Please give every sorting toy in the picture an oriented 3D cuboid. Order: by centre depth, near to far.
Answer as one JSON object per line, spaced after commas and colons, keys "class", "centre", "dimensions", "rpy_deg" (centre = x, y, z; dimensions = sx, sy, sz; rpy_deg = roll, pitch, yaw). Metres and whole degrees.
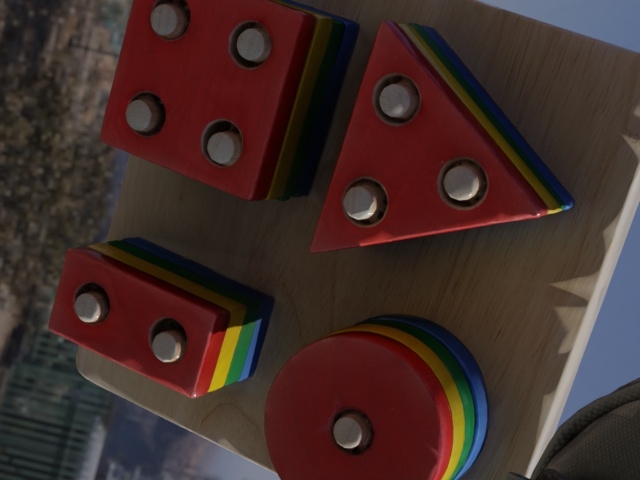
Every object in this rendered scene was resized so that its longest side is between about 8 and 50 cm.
{"class": "sorting toy", "centre": [0.000, 0.000, 0.647], "dimensions": [0.089, 0.256, 0.257], "rpy_deg": [-11, 121, -64]}

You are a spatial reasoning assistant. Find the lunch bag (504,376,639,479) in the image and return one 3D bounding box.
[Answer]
{"class": "lunch bag", "centre": [0.218, 0.141, 0.346], "dimensions": [0.256, 0.305, 0.212], "rpy_deg": [34, -76, 57]}
